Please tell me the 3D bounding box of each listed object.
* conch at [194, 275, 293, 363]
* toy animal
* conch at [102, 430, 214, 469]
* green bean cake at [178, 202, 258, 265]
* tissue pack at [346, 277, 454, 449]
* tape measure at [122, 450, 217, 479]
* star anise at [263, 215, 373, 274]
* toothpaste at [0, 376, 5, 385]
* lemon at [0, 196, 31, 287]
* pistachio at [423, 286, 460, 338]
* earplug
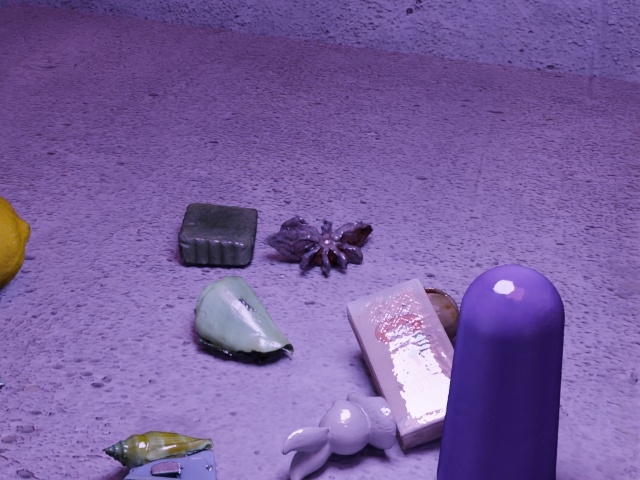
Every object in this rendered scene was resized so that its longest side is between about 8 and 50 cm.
[{"bbox_3d":[-0.185,0.182,2.098,0.143,0.137,0.250,7,41,-45],"label":"conch"},{"bbox_3d":[0.018,0.358,1.805,0.221,0.103,0.131,-11,35,-19],"label":"toy animal"},{"bbox_3d":[-0.293,0.387,1.771,0.201,0.079,0.095,-7,1,-9],"label":"conch"},{"bbox_3d":[-0.250,-0.013,2.410,0.185,0.094,0.183,2,31,1],"label":"green bean cake"},{"bbox_3d":[0.180,0.237,1.924,0.170,0.071,0.325,-18,52,-5],"label":"tissue pack"},{"bbox_3d":[-0.255,0.450,1.658,0.182,0.107,0.181,-7,26,-16],"label":"tape measure"},{"bbox_3d":[-0.005,0.000,2.381,0.258,0.110,0.198,10,32,3],"label":"star anise"},{"bbox_3d":[-0.737,0.312,1.943,0.204,0.031,0.049,-21,39,-33],"label":"toothpaste"},{"bbox_3d":[-0.822,0.011,2.224,0.310,0.253,0.253,-17,36,-19],"label":"lemon"},{"bbox_3d":[0.203,0.171,2.094,0.206,0.131,0.129,-10,11,7],"label":"pistachio"},{"bbox_3d":[0.313,0.248,1.659,0.215,0.455,0.215,-1,29,1],"label":"earplug"}]
